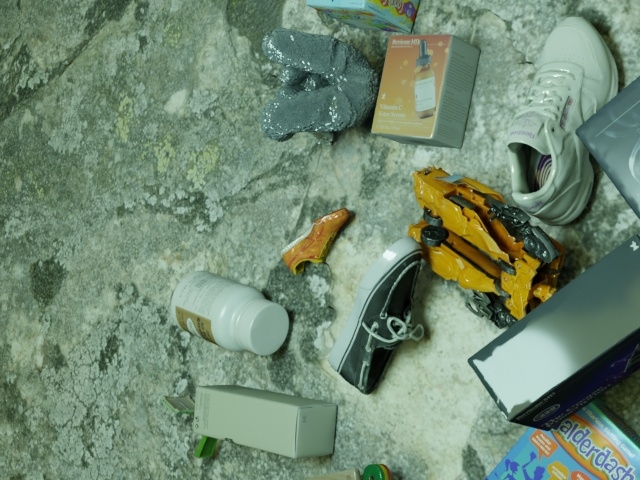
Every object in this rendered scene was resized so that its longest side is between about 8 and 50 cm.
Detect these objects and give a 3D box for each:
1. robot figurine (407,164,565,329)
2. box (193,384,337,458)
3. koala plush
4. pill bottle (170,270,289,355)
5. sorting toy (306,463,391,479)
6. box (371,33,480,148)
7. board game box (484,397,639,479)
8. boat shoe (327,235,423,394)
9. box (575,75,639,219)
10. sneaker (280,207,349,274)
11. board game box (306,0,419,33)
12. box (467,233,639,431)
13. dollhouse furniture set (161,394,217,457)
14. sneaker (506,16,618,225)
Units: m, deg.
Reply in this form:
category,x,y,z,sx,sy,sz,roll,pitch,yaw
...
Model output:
category,x,y,z,sx,sy,sz,roll,pitch,yaw
robot figurine,0.249,0.009,1.216,0.291,0.085,0.211,38,139,38
box,-0.108,0.332,1.498,0.275,0.113,0.094,1,85,43
koala plush,-0.001,-0.260,1.448,0.203,0.221,0.196,2,88,-1
pill bottle,-0.176,0.145,1.571,0.229,0.131,0.131,15,94,42
sorting toy,0.033,0.469,1.381,0.274,0.046,0.132,-28,61,44
box,0.175,-0.249,1.345,0.130,0.091,0.170,11,91,42
board game box,0.351,0.327,1.131,0.160,0.047,0.210,47,113,36
boat shoe,0.107,0.133,1.314,0.105,0.113,0.306,44,125,28
box,0.546,-0.110,0.936,0.343,0.179,0.312,-43,59,29
sneaker,0.000,0.000,1.496,0.175,0.064,0.067,-43,78,35
board game box,0.103,-0.524,1.416,0.144,0.142,0.275,19,96,41
box,0.346,0.129,1.037,0.261,0.184,0.103,-40,56,15
dollhouse furniture set,-0.267,0.380,1.654,0.151,0.076,0.059,30,103,39
sneaker,0.340,-0.178,1.148,0.114,0.152,0.305,5,85,44
